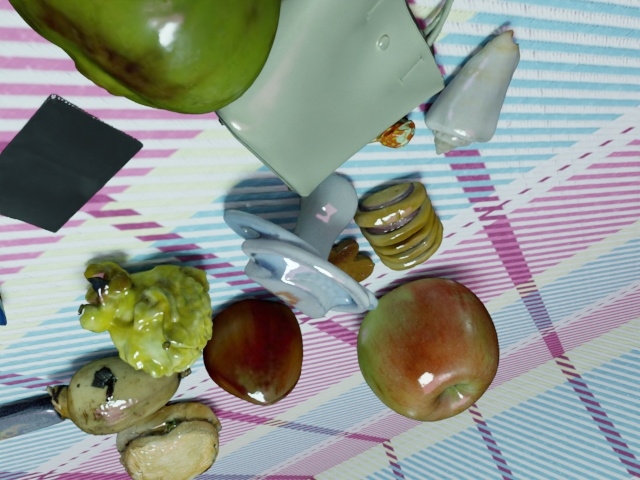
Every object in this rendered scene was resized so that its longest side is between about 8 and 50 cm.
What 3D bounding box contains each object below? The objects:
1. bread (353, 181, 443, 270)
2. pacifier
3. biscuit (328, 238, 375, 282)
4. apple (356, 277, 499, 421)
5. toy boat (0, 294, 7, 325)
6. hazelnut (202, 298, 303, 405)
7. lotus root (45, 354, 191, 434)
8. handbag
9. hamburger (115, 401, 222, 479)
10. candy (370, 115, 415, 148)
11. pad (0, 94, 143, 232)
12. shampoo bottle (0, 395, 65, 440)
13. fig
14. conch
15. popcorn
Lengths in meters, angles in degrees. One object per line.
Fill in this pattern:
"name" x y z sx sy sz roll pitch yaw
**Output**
"bread" 0.148 -0.016 0.848 0.134 0.081 0.225 -31 144 10
"pacifier" 0.000 0.000 0.724 0.279 0.227 0.207 39 71 -33
"biscuit" 0.016 0.046 0.898 0.205 0.031 0.138 10 128 -35
"apple" 0.243 0.245 1.077 0.319 0.277 0.319 -14 143 -11
"toy boat" -0.488 0.048 0.615 0.080 0.046 0.229 -23 146 0
"hazelnut" -0.120 0.219 0.908 0.208 0.208 0.208 -15 144 -11
"lotus root" -0.376 0.285 0.913 0.257 0.140 0.154 -18 152 -16
"handbag" 0.042 -0.199 0.532 0.315 0.109 0.241 -35 144 11
"hamburger" -0.364 0.508 1.215 0.286 0.146 0.243 23 119 -38
"candy" 0.044 -0.132 0.674 0.185 0.049 0.055 -18 -171 4
"pad" -0.318 -0.081 0.574 0.193 0.004 0.116 -37 143 19
"shampoo bottle" -0.640 0.366 0.952 0.234 0.049 0.087 -12 142 -14
"fig" -0.115 -0.215 0.362 0.203 0.203 0.225 22 93 -45
"conch" 0.209 -0.197 0.663 0.104 0.094 0.176 12 107 -21
"popcorn" -0.265 0.119 0.735 0.195 0.168 0.173 4 175 -18
